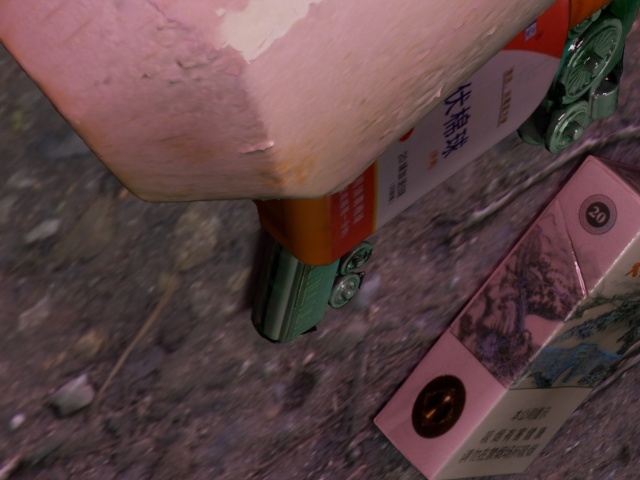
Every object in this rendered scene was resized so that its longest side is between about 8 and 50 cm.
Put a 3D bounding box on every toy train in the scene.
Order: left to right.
[{"bbox_3d":[0.000,0.000,1.082,0.071,0.038,0.148,-26,150,-29],"label":"toy train"},{"bbox_3d":[0.140,-0.127,1.064,0.104,0.071,0.178,-45,156,-24],"label":"toy train"}]

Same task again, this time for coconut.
[{"bbox_3d":[-0.017,-0.134,0.652,0.241,0.241,0.241,-34,153,-20],"label":"coconut"}]

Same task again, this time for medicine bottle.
[{"bbox_3d":[0.045,-0.108,0.894,0.222,0.112,0.149,-36,154,-17],"label":"medicine bottle"}]

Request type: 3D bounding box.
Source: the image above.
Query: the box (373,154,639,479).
[{"bbox_3d":[0.173,0.062,1.395,0.256,0.069,0.164,-52,154,17],"label":"box"}]
